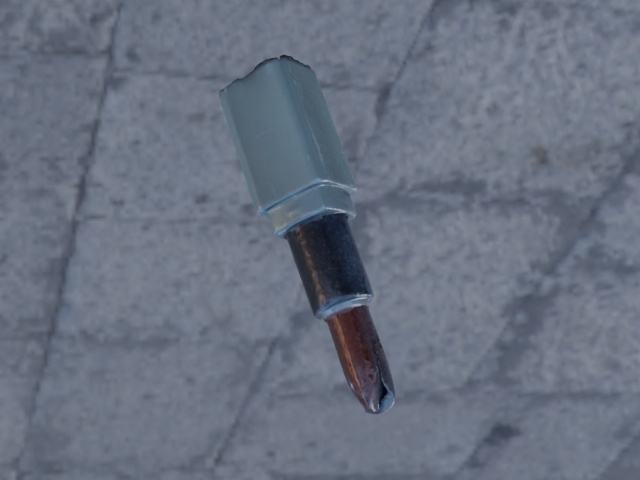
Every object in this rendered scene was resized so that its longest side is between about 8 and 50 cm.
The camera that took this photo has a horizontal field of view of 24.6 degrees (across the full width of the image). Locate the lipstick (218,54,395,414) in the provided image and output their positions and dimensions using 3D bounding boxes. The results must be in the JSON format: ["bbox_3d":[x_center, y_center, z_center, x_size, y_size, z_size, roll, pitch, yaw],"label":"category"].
[{"bbox_3d":[0.000,0.000,0.428,0.025,0.107,0.025,-25,163,23],"label":"lipstick"}]
